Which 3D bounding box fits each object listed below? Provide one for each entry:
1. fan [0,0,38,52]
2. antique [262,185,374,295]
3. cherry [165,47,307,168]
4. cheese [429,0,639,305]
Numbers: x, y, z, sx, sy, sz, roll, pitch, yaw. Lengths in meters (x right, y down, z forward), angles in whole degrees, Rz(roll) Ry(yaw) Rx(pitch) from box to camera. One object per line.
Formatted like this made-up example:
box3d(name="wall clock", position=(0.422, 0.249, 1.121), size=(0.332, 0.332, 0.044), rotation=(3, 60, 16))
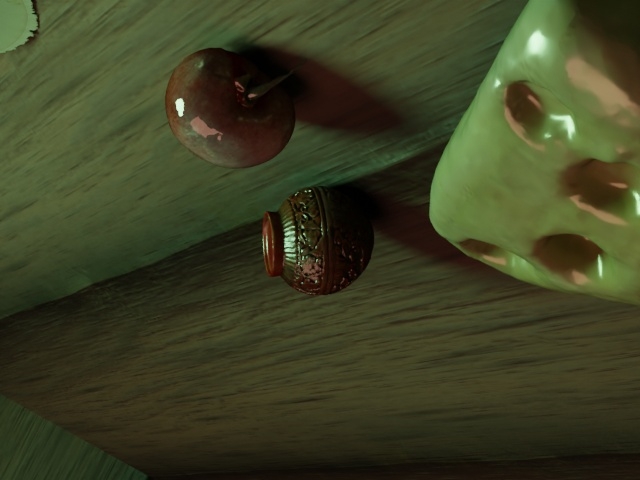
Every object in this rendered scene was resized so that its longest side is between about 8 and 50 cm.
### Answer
box3d(name="fan", position=(-0.433, -0.210, 1.267), size=(0.414, 0.012, 0.233), rotation=(11, 156, -30))
box3d(name="antique", position=(0.000, 0.000, 1.386), size=(0.104, 0.104, 0.104), rotation=(22, 159, 9))
box3d(name="cherry", position=(-0.072, -0.100, 1.239), size=(0.106, 0.087, 0.126), rotation=(27, 157, 7))
box3d(name="cheese", position=(0.238, -0.020, 1.014), size=(0.351, 0.130, 0.328), rotation=(30, 157, -7))
